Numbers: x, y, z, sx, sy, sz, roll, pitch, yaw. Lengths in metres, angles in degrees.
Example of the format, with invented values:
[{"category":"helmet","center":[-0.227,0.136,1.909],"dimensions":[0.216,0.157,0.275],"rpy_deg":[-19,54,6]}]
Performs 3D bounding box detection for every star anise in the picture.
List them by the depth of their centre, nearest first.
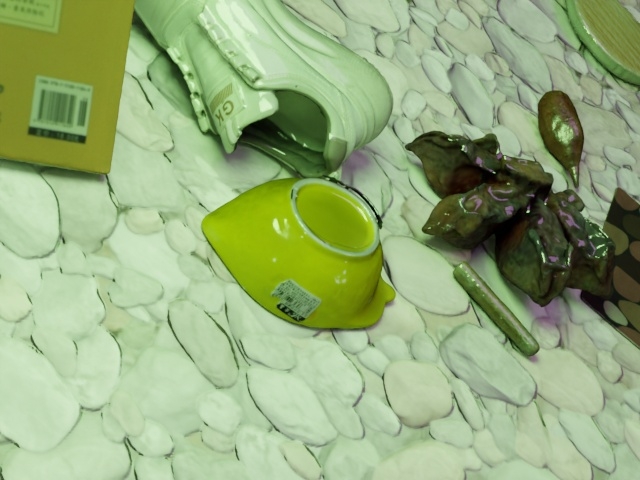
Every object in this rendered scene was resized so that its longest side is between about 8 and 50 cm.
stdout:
[{"category":"star anise","center":[0.197,-0.030,1.672],"dimensions":[0.220,0.099,0.214],"rpy_deg":[8,40,-38]}]

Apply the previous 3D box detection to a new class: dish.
[{"category":"dish","center":[0.000,0.000,1.479],"dimensions":[0.207,0.080,0.149],"rpy_deg":[18,45,-27]}]

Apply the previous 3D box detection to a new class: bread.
[{"category":"bread","center":[0.367,-0.255,2.089],"dimensions":[0.193,0.036,0.112],"rpy_deg":[45,42,-5]}]

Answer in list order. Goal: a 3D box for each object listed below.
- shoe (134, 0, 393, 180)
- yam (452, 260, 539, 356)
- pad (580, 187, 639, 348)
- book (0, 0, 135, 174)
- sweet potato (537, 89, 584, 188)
[{"category":"shoe","center":[-0.078,-0.156,1.528],"dimensions":[0.316,0.124,0.159],"rpy_deg":[33,45,-15]},{"category":"yam","center":[0.173,0.067,1.618],"dimensions":[0.116,0.021,0.021],"rpy_deg":[49,38,6]},{"category":"pad","center":[0.367,0.047,1.829],"dimensions":[0.158,0.003,0.235],"rpy_deg":[39,38,-6]},{"category":"book","center":[-0.261,-0.260,1.340],"dimensions":[0.269,0.032,0.389],"rpy_deg":[9,88,-37]},{"category":"sweet potato","center":[0.276,-0.112,1.869],"dimensions":[0.049,0.049,0.117],"rpy_deg":[8,61,-38]}]
